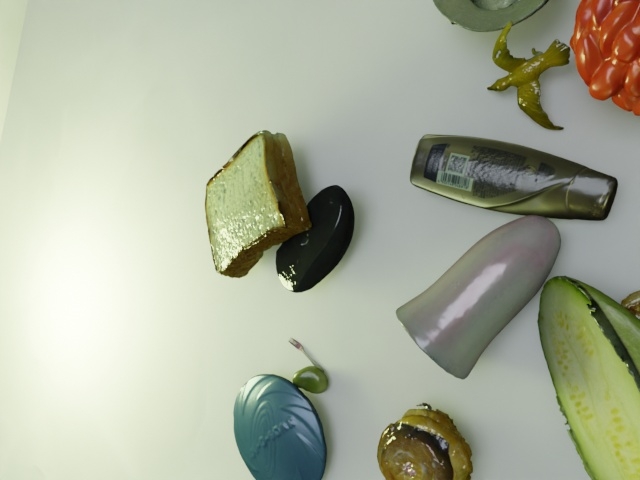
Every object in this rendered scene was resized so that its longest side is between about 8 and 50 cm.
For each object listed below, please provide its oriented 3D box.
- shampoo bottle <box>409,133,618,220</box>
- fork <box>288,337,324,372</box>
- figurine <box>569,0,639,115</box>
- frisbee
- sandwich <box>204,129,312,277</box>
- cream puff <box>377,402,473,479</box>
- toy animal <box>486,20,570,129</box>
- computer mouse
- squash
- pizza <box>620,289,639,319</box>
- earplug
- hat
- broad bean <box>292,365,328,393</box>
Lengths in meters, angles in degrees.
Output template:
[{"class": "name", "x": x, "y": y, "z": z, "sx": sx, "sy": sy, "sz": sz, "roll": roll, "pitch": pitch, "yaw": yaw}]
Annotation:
[{"class": "shampoo bottle", "x": 0.338, "y": -0.113, "z": 0.927, "sx": 0.349, "sy": 0.084, "sz": 0.126, "roll": 18, "pitch": 98, "yaw": 33}, {"class": "fork", "x": -0.031, "y": 0.266, "z": 1.180, "sx": 0.115, "sy": 0.012, "sz": 0.016, "roll": 39, "pitch": 110, "yaw": 25}, {"class": "figurine", "x": 0.587, "y": -0.322, "z": 0.723, "sx": 0.411, "sy": 0.241, "sz": 0.307, "roll": 13, "pitch": 116, "yaw": 16}, {"class": "frisbee", "x": -0.110, "y": 0.452, "z": 1.166, "sx": 0.289, "sy": 0.049, "sz": 0.290, "roll": 3, "pitch": 95, "yaw": 38}, {"class": "sandwich", "x": -0.163, "y": -0.085, "z": 1.210, "sx": 0.301, "sy": 0.099, "sz": 0.272, "roll": -34, "pitch": 57, "yaw": 42}, {"class": "cream puff", "x": 0.196, "y": 0.398, "z": 0.946, "sx": 0.188, "sy": 0.129, "sz": 0.189, "roll": 4, "pitch": 97, "yaw": 36}, {"class": "toy animal", "x": 0.373, "y": -0.301, "z": 0.929, "sx": 0.095, "sy": 0.155, "sz": 0.219, "roll": -40, "pitch": 107, "yaw": -2}, {"class": "computer mouse", "x": 0.000, "y": 0.000, "z": 1.135, "sx": 0.270, "sy": 0.086, "sz": 0.138, "roll": -54, "pitch": 44, "yaw": 26}, {"class": "squash", "x": 0.418, "y": 0.207, "z": 0.758, "sx": 0.210, "sy": 0.234, "sz": 0.309, "roll": -37, "pitch": 66, "yaw": -16}, {"class": "pizza", "x": 0.560, "y": 0.135, "z": 0.778, "sx": 0.174, "sy": 0.046, "sz": 0.134, "roll": -4, "pitch": 83, "yaw": 33}, {"class": "earplug", "x": 0.297, "y": 0.078, "z": 0.904, "sx": 0.301, "sy": 0.172, "sz": 0.172, "roll": -49, "pitch": 62, "yaw": 12}, {"class": "hat", "x": 0.340, "y": -0.483, "z": 0.932, "sx": 0.257, "sy": 0.130, "sz": 0.258, "roll": -4, "pitch": 83, "yaw": 34}, {"class": "broad bean", "x": -0.022, "y": 0.312, "z": 1.148, "sx": 0.083, "sy": 0.045, "sz": 0.063, "roll": 2, "pitch": 97, "yaw": 28}]
